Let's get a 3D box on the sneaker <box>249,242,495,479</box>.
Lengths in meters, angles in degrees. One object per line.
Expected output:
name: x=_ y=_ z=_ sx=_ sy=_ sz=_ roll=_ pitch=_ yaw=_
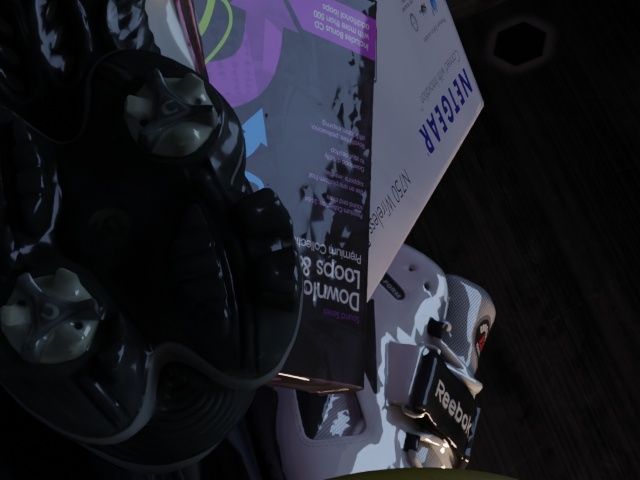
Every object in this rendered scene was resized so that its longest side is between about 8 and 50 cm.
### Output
sneaker: x=0.038 y=0.085 z=0.798 sx=0.122 sy=0.146 sz=0.330 roll=65 pitch=6 yaw=-55

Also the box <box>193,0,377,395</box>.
box: x=-0.027 y=-0.029 z=0.536 sx=0.116 sy=0.029 sz=0.162 roll=14 pitch=74 yaw=-46

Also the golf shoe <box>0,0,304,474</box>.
golf shoe: x=-0.083 y=-0.061 z=0.420 sx=0.120 sy=0.105 sz=0.272 roll=102 pitch=-25 yaw=-68

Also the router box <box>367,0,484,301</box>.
router box: x=-0.035 y=-0.142 z=0.711 sx=0.301 sy=0.082 sz=0.335 roll=67 pitch=24 yaw=-16

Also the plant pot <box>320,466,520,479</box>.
plant pot: x=0.006 y=0.118 z=0.383 sx=0.095 sy=0.134 sz=0.134 roll=27 pitch=33 yaw=-44
